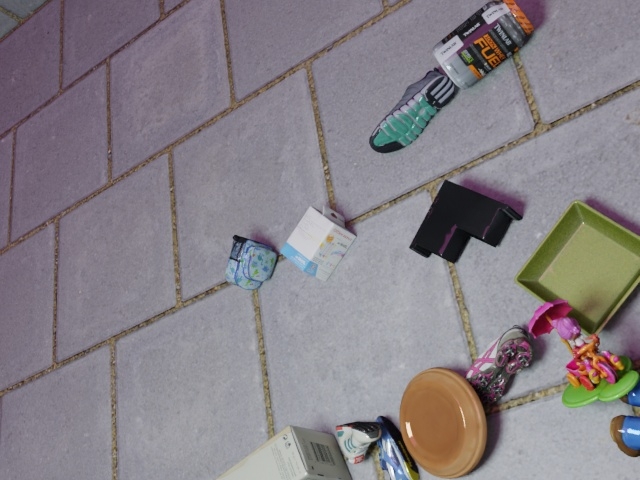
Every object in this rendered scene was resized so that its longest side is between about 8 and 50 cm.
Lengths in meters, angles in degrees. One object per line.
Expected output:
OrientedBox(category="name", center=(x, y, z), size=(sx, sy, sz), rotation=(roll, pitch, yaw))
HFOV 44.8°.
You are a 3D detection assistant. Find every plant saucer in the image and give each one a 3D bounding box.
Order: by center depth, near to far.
OrientedBox(category="plant saucer", center=(0.471, 0.051, 1.367), size=(0.188, 0.045, 0.188), rotation=(-54, 49, 7))
OrientedBox(category="plant saucer", center=(0.212, 0.332, 1.412), size=(0.200, 0.037, 0.200), rotation=(-4, 85, 50))

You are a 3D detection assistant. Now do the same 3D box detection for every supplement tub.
OrientedBox(category="supplement tub", center=(0.339, -0.414, 1.614), size=(0.190, 0.117, 0.117), rotation=(-37, 53, 21))

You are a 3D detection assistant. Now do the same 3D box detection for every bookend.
OrientedBox(category="bookend", center=(0.283, -0.016, 1.522), size=(0.157, 0.072, 0.156), rotation=(28, 90, 40))

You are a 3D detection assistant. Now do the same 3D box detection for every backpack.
OrientedBox(category="backpack", center=(-0.165, 0.058, 1.814), size=(0.084, 0.105, 0.114), rotation=(19, 89, 42))

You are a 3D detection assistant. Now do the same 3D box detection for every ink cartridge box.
OrientedBox(category="ink cartridge box", center=(0.000, 0.000, 1.719), size=(0.090, 0.092, 0.143), rotation=(39, 97, 40))

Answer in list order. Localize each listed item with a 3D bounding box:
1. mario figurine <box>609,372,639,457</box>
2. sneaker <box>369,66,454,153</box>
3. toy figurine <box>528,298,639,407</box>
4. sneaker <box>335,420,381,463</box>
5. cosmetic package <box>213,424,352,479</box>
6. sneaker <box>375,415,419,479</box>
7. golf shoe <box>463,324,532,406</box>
OrientedBox(category="mario figurine", center=(0.608, 0.290, 1.141), size=(0.320, 0.170, 0.198), rotation=(4, 110, 49))
OrientedBox(category="sneaker", center=(0.195, -0.285, 1.714), size=(0.223, 0.083, 0.098), rotation=(-39, 32, 13))
OrientedBox(category="toy figurine", center=(0.407, 0.169, 1.245), size=(0.130, 0.173, 0.159), rotation=(-38, 91, -7))
OrientedBox(category="sneaker", center=(0.078, 0.390, 1.491), size=(0.161, 0.057, 0.075), rotation=(153, 109, -67))
OrientedBox(category="cosmetic package", center=(-0.109, 0.505, 1.551), size=(0.309, 0.160, 0.113), rotation=(-38, 52, 18))
OrientedBox(category="sneaker", center=(0.132, 0.402, 1.478), size=(0.059, 0.053, 0.144), rotation=(-39, 51, 21))
OrientedBox(category="golf shoe", center=(0.314, 0.232, 1.411), size=(0.186, 0.067, 0.086), rotation=(-50, 8, 23))
